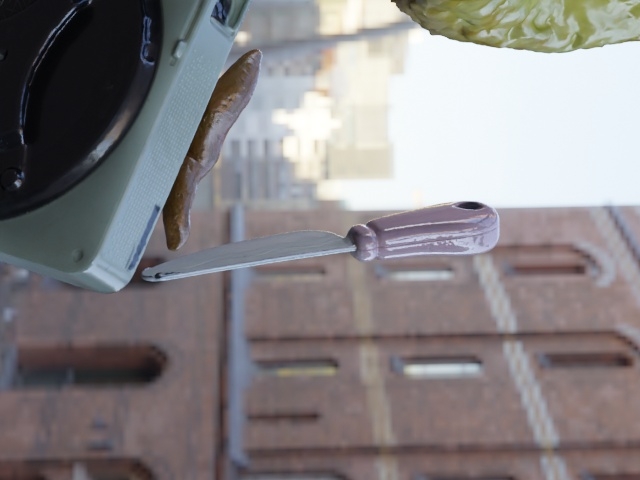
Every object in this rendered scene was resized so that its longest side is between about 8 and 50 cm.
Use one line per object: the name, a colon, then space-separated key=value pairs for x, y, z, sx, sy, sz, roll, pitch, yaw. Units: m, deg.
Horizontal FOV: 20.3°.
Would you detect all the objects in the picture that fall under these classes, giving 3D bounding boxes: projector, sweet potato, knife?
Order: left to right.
projector: x=-0.203 y=-0.114 z=1.270 sx=0.079 sy=0.259 sz=0.257 roll=39 pitch=70 yaw=-55
sweet potato: x=-0.093 y=-0.077 z=1.443 sx=0.044 sy=0.044 sz=0.179 roll=104 pitch=12 yaw=-82
knife: x=0.000 y=-0.001 z=1.612 sx=0.081 sy=0.336 sz=0.043 roll=-135 pitch=-138 yaw=-67

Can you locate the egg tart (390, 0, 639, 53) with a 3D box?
egg tart: x=0.191 y=-0.182 z=1.019 sx=0.315 sy=0.315 sz=0.120 roll=128 pitch=-40 yaw=-87
